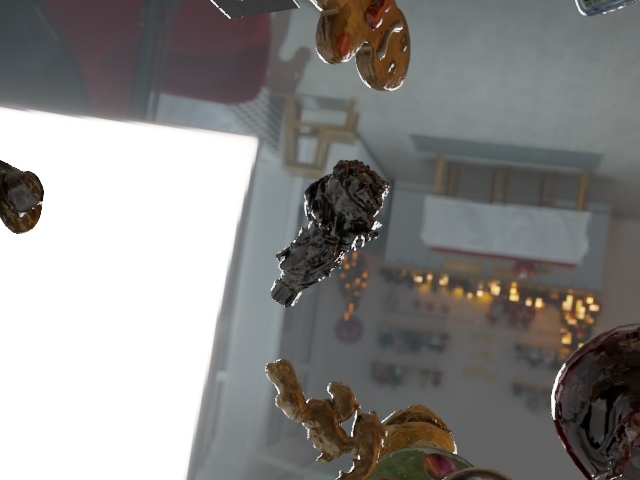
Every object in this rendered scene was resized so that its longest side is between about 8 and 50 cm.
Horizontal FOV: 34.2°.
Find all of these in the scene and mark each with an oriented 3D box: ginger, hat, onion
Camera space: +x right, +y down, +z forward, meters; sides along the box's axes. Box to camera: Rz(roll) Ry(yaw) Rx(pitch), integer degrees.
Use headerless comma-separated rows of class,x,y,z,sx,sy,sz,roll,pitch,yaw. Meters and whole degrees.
ginger,0.012,0.296,1.786,0.149,0.258,0.065,-36,175,-36
hat,-0.413,-0.070,1.431,0.050,0.121,0.121,-20,166,18
onion,0.474,0.262,1.536,0.273,0.273,0.285,6,-174,22

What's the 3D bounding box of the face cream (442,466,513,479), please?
face cream,0.172,0.381,1.167,0.105,0.105,0.348,7,141,11

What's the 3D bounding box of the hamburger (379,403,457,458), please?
hamburger,0.193,0.463,2.270,0.214,0.214,0.108,9,-153,-9

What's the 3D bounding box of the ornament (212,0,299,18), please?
ornament,-0.145,-0.572,2.099,0.153,0.196,0.166,-8,175,10

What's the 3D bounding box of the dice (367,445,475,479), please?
dice,0.169,0.595,1.889,0.330,0.318,0.322,-17,-134,-43

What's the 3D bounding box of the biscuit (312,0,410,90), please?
biscuit,0.070,-0.431,1.777,0.064,0.283,0.432,6,143,37

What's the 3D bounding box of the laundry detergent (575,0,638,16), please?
laundry detergent,0.451,-0.520,1.695,0.094,0.290,0.143,-21,-174,-32

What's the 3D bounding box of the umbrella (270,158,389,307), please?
umbrella,-0.009,-0.008,1.948,0.154,0.336,0.128,44,-152,-8
